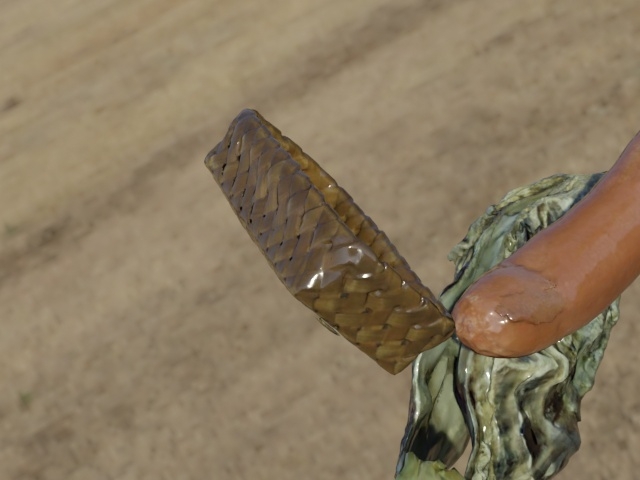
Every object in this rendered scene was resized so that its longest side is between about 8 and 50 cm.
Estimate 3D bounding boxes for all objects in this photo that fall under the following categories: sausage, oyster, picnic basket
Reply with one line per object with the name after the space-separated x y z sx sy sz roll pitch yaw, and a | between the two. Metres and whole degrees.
0.188 -0.018 1.094 0.304 0.078 0.078 -43 23 -30 | sausage
0.154 0.065 1.301 0.351 0.158 0.162 -53 -6 -28 | oyster
0.000 0.000 1.004 0.055 0.110 0.193 -46 34 5 | picnic basket

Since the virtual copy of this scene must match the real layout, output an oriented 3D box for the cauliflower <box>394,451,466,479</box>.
-0.021 0.261 0.822 0.281 0.327 0.260 -52 27 17 | cauliflower
